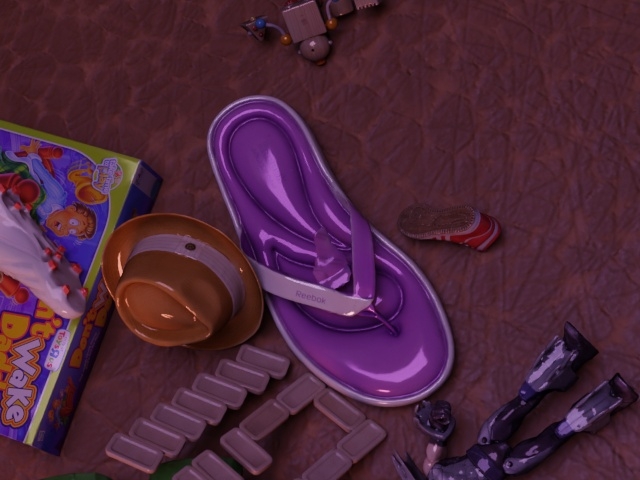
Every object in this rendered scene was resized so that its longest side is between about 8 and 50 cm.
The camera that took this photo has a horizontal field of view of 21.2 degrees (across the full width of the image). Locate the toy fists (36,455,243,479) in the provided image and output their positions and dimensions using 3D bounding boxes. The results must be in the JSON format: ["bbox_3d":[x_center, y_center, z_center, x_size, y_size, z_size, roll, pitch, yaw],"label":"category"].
[{"bbox_3d":[-0.202,0.327,1.854,0.279,0.096,0.142,-8,57,13],"label":"toy fists"}]

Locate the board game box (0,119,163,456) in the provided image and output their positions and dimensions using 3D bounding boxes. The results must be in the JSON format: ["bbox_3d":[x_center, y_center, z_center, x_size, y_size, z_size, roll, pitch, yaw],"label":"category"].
[{"bbox_3d":[-0.355,0.046,1.985,0.233,0.078,0.347,16,79,19],"label":"board game box"}]

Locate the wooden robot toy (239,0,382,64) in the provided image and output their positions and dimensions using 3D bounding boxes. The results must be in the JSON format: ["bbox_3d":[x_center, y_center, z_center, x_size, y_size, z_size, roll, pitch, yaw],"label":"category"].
[{"bbox_3d":[-0.003,-0.246,1.994,0.173,0.076,0.079,-18,106,10],"label":"wooden robot toy"}]

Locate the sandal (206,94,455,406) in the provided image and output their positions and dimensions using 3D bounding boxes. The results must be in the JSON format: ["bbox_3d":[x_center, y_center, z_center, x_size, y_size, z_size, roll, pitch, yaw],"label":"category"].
[{"bbox_3d":[-0.012,0.010,1.888,0.169,0.102,0.416,-37,69,3],"label":"sandal"}]

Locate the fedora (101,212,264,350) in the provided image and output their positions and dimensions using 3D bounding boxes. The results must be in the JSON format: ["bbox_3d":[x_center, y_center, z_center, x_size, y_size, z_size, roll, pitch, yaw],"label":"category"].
[{"bbox_3d":[-0.160,0.062,1.876,0.194,0.194,0.079,7,35,17],"label":"fedora"}]

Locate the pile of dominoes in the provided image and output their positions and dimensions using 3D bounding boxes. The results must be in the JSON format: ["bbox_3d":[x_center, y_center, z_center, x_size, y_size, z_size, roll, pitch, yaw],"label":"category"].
[{"bbox_3d":[-0.082,0.225,1.830,0.196,0.040,0.251,38,50,22],"label":"pile of dominoes"}]

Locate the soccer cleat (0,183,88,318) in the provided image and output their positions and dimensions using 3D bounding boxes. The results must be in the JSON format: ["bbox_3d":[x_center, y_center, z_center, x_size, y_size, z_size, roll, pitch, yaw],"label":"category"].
[{"bbox_3d":[-0.328,0.022,1.912,0.076,0.068,0.196,-45,66,15],"label":"soccer cleat"}]

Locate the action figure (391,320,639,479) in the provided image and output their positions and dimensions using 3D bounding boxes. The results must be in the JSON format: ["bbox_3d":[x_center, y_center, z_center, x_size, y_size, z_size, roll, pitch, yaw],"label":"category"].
[{"bbox_3d":[0.188,0.216,1.779,0.285,0.099,0.185,-44,77,4],"label":"action figure"}]

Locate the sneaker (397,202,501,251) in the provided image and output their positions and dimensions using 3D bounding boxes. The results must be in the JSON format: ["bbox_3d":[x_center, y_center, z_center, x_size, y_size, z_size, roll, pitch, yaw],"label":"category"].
[{"bbox_3d":[0.144,-0.014,1.891,0.118,0.067,0.042,1,75,47],"label":"sneaker"}]
